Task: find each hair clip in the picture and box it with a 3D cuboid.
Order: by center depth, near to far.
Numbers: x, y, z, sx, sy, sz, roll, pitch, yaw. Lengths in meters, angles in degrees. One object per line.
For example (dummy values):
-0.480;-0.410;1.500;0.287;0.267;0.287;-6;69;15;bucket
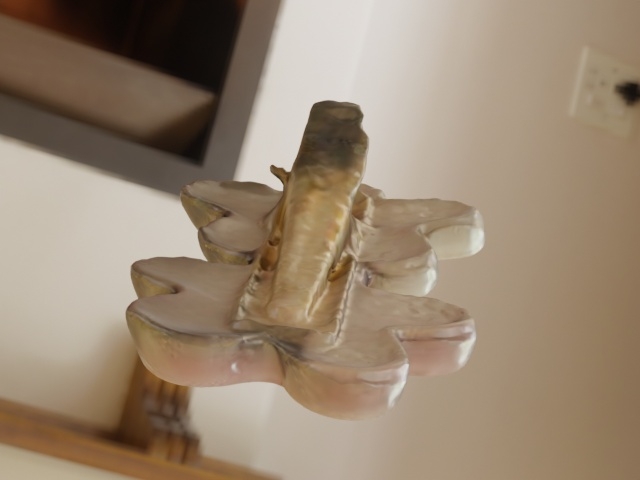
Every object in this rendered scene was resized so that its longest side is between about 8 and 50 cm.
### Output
-0.001;0.007;0.682;0.146;0.075;0.257;11;-154;2;hair clip
